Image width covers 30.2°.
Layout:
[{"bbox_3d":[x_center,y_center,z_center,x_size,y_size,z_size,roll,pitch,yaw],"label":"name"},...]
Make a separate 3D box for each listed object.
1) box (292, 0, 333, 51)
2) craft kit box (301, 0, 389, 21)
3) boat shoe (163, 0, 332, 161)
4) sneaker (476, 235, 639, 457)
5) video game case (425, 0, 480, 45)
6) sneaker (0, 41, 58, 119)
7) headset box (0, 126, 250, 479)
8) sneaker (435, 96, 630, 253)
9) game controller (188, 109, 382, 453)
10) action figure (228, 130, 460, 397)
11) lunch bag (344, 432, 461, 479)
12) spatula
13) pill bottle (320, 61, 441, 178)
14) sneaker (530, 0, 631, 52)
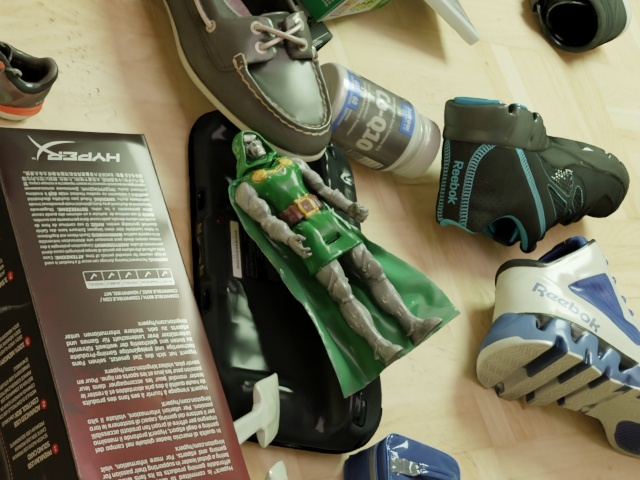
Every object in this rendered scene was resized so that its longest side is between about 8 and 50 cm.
[{"bbox_3d":[-0.042,-0.209,1.163,0.083,0.062,0.052,53,40,-2],"label":"box"},{"bbox_3d":[-0.022,-0.349,1.238,0.250,0.061,0.246,54,25,-1],"label":"craft kit box"},{"bbox_3d":[-0.080,-0.222,1.068,0.112,0.095,0.335,-12,61,-40],"label":"boat shoe"},{"bbox_3d":[0.294,0.096,1.232,0.315,0.127,0.182,27,49,-27],"label":"sneaker"},{"bbox_3d":[0.116,-0.311,1.372,0.157,0.019,0.143,31,29,-49],"label":"video game case"},{"bbox_3d":[-0.268,-0.136,0.886,0.158,0.065,0.061,4,61,-44],"label":"sneaker"},{"bbox_3d":[-0.160,0.113,0.699,0.110,0.218,0.293,-2,64,-42],"label":"headset box"},{"bbox_3d":[0.226,-0.056,1.303,0.341,0.125,0.140,14,89,-49],"label":"sneaker"},{"bbox_3d":[-0.033,0.026,1.022,0.166,0.067,0.319,9,56,-24],"label":"game controller"},{"bbox_3d":[0.000,0.000,0.978,0.137,0.063,0.232,-31,75,-36],"label":"action figure"},{"bbox_3d":[0.075,0.206,0.985,0.098,0.065,0.067,24,48,-31],"label":"lunch bag"},{"bbox_3d":[-0.039,0.184,0.797,0.242,0.019,0.168,-1,87,-83],"label":"spatula"},{"bbox_3d":[0.048,-0.115,1.174,0.137,0.078,0.078,23,49,-32],"label":"pill bottle"},{"bbox_3d":[0.312,-0.380,1.598,0.296,0.104,0.147,54,34,-8],"label":"sneaker"}]
